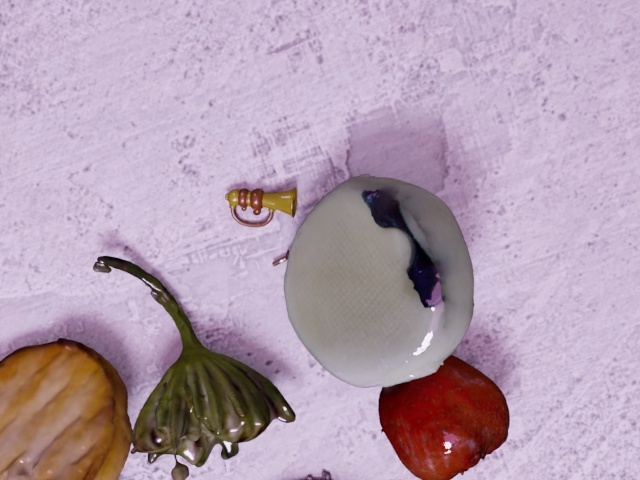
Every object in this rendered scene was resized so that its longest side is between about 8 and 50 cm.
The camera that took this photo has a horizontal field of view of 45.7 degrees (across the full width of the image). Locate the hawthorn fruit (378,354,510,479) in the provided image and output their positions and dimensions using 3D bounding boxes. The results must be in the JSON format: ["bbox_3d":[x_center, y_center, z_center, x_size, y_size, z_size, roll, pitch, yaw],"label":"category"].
[{"bbox_3d":[0.165,0.245,1.111,0.185,0.185,0.202,-45,77,7],"label":"hawthorn fruit"}]

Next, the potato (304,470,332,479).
[{"bbox_3d":[-0.016,0.528,1.118,0.300,0.237,0.289,32,98,-3],"label":"potato"}]

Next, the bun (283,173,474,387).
[{"bbox_3d":[0.098,0.060,1.070,0.293,0.187,0.293,-6,81,39],"label":"bun"}]

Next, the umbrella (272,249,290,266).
[{"bbox_3d":[0.000,0.000,1.154,0.165,0.025,0.027,-29,74,4],"label":"umbrella"}]

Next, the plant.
[{"bbox_3d":[-0.175,0.168,1.121,0.180,0.251,0.334,-20,75,43],"label":"plant"}]

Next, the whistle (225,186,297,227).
[{"bbox_3d":[-0.089,-0.054,1.150,0.109,0.057,0.046,1,53,11],"label":"whistle"}]

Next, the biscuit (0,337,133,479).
[{"bbox_3d":[-0.411,0.293,1.116,0.296,0.102,0.297,-9,58,14],"label":"biscuit"}]
